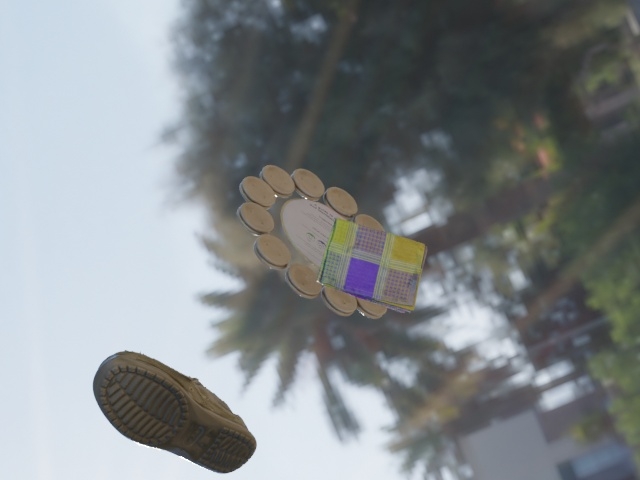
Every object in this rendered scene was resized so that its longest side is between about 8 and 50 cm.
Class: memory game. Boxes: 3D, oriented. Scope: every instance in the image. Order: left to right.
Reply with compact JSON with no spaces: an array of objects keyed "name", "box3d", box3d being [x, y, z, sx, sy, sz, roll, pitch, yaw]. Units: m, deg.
[{"name":"memory game","box3d":[0.000,0.000,1.614,0.186,0.012,0.186,26,-145,-20]}]

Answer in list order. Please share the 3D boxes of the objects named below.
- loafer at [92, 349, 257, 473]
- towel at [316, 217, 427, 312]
[{"name":"loafer","box3d":[-0.109,0.120,1.230,0.148,0.056,0.050,40,-172,-37]},{"name":"towel","box3d":[0.044,0.020,1.394,0.009,0.083,0.060,143,144,-76]}]
